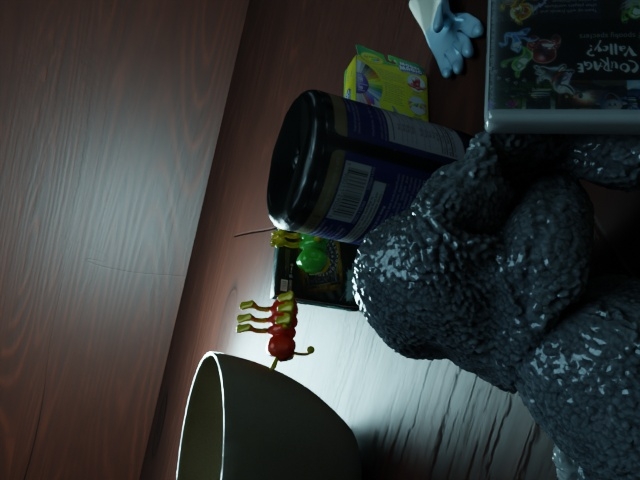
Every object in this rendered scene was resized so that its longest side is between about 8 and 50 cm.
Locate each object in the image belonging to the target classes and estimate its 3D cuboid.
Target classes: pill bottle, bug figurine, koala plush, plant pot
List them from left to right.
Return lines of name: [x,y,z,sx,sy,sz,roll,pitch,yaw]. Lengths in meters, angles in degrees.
plant pot: [-0.061,0.288,0.778,0.284,0.191,0.284,-172,90,-71]
bug figurine: [0.031,0.045,0.746,0.279,0.072,0.216,-13,58,36]
pill bottle: [0.072,-0.049,0.565,0.123,0.219,0.122,-168,90,-70]
koala plush: [0.151,0.056,0.379,0.221,0.203,0.196,54,152,31]

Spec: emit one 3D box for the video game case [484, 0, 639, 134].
video game case: [0.194,-0.142,0.360,0.022,0.191,0.173,58,-144,-70]

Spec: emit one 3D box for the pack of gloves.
pack of gloves: [0.160,-0.318,0.739,0.232,0.046,0.195,-100,28,-45]

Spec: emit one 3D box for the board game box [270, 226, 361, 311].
board game box: [0.000,0.000,0.878,0.026,0.126,0.186,138,140,-62]

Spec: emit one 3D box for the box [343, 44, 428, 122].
box: [0.080,-0.153,0.774,0.043,0.105,0.179,140,139,-59]
